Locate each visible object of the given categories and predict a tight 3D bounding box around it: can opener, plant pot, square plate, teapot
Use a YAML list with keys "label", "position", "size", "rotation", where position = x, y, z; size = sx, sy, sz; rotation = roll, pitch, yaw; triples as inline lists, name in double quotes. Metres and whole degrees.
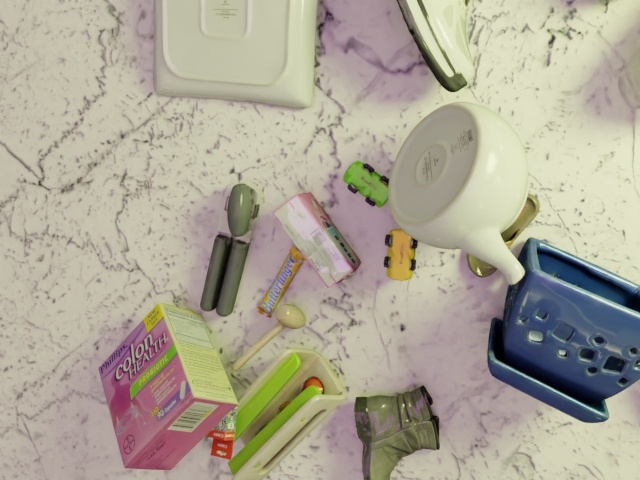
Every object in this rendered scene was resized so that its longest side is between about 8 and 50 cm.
- label: "can opener"
  position: [-0.191, 0.020, 1.207]
  size: [0.076, 0.095, 0.283]
  rotation: [17, 100, 12]
- label: "plant pot"
  position: [0.415, 0.153, 1.016]
  size: [0.236, 0.236, 0.212]
  rotation: [26, 108, 10]
- label: "square plate"
  position: [-0.177, -0.438, 1.143]
  size: [0.348, 0.049, 0.343]
  rotation: [8, 109, 14]
- label: "teapot"
  position: [0.247, -0.094, 0.984]
  size: [0.187, 0.252, 0.255]
  rotation: [19, 95, -29]

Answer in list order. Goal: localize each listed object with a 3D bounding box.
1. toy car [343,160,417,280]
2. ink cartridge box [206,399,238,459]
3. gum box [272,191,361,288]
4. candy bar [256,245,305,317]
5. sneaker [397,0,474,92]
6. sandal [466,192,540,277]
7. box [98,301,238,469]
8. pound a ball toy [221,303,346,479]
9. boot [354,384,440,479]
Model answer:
- label: "toy car"
  position: [0.145, -0.072, 1.139]
  size: [0.225, 0.053, 0.239]
  rotation: [38, 103, 7]
- label: "ink cartridge box"
  position: [-0.199, 0.369, 1.179]
  size: [0.063, 0.029, 0.115]
  rotation: [-4, 75, 37]
- label: "gum box"
  position: [0.000, 0.000, 1.153]
  size: [0.062, 0.107, 0.188]
  rotation: [-37, 87, 15]
- label: "candy bar"
  position: [-0.080, 0.088, 1.229]
  size: [0.040, 0.018, 0.161]
  rotation: [33, 102, 8]
- label: "sneaker"
  position: [0.238, -0.496, 1.008]
  size: [0.258, 0.169, 0.447]
  rotation: [-19, 89, 16]
- label: "sandal"
  position: [0.335, -0.011, 1.103]
  size: [0.072, 0.049, 0.180]
  rotation: [39, 103, 6]
- label: "box"
  position: [-0.311, 0.289, 1.196]
  size: [0.213, 0.117, 0.243]
  rotation: [-45, 49, 14]
- label: "pound a ball toy"
  position: [-0.087, 0.310, 1.216]
  size: [0.319, 0.136, 0.208]
  rotation: [-49, 54, 16]
- label: "boot"
  position: [0.161, 0.415, 1.181]
  size: [0.161, 0.083, 0.246]
  rotation: [-8, 96, 8]
